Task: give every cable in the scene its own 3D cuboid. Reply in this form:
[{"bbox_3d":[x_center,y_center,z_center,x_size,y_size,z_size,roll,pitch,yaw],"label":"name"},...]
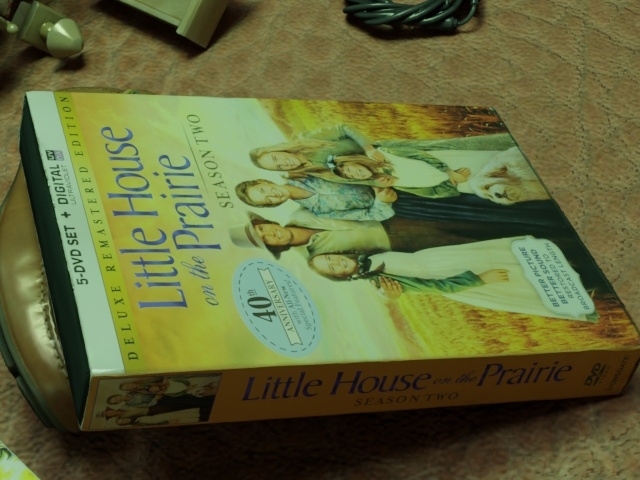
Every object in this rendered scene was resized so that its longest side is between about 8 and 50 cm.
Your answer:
[{"bbox_3d":[0.096,-0.283,1.379,0.151,0.047,0.184,-7,47,8],"label":"cable"}]

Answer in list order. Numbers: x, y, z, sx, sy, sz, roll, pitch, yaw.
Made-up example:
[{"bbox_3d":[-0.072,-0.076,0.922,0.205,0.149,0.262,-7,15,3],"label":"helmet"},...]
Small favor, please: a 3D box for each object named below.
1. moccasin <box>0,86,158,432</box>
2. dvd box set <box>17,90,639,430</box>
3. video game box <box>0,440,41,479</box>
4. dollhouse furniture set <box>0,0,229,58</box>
[{"bbox_3d":[-0.183,0.000,1.076,0.147,0.139,0.380,-12,35,8],"label":"moccasin"},{"bbox_3d":[0.000,0.000,0.985,0.421,0.062,0.307,0,42,-22],"label":"dvd box set"},{"bbox_3d":[-0.297,0.224,0.918,0.205,0.048,0.187,-38,54,-27],"label":"video game box"},{"bbox_3d":[-0.237,-0.334,1.244,0.174,0.355,0.303,28,93,32],"label":"dollhouse furniture set"}]
